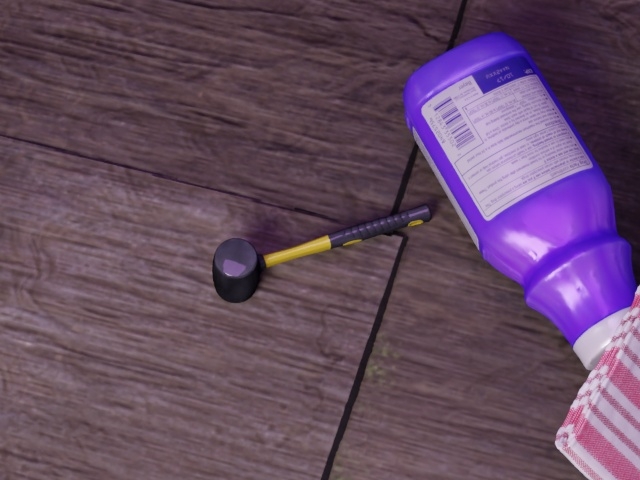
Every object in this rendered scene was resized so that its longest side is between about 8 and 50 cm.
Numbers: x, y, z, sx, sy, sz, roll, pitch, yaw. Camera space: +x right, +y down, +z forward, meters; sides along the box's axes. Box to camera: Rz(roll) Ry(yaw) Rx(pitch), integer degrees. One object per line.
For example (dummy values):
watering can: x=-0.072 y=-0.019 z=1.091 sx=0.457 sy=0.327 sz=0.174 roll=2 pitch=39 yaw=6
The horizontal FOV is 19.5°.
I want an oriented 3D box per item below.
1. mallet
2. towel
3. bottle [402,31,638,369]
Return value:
mallet: x=0.000 y=0.000 z=1.526 sx=0.189 sy=0.062 sz=0.039 roll=-20 pitch=69 yaw=-2
towel: x=0.263 y=0.112 z=1.428 sx=0.029 sy=0.144 sz=0.197 roll=10 pitch=64 yaw=53
bottle: x=0.174 y=-0.031 z=1.504 sx=0.118 sy=0.092 sz=0.283 roll=-28 pitch=69 yaw=-4
